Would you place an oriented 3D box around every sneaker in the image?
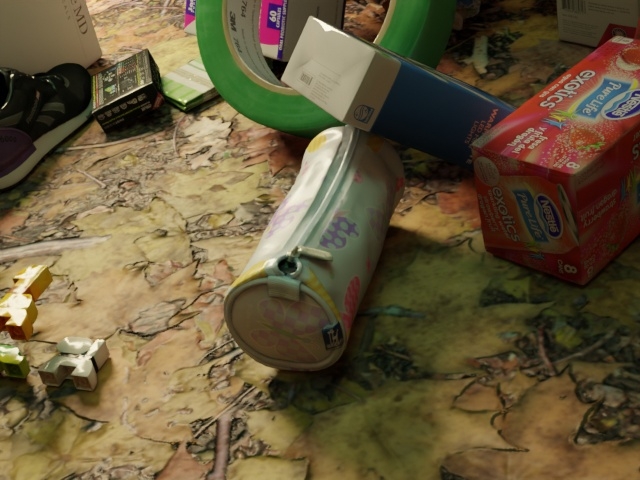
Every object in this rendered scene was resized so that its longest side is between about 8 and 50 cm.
[{"bbox_3d":[-0.387,-0.188,1.451,0.107,0.124,0.283,0,36,18],"label":"sneaker"}]

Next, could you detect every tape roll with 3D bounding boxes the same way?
[{"bbox_3d":[0.001,-0.283,1.314,0.321,0.321,0.077,9,-2,29],"label":"tape roll"}]

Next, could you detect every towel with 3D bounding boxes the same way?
[{"bbox_3d":[-0.153,-0.229,1.533,0.152,0.023,0.113,-32,36,-23],"label":"towel"}]

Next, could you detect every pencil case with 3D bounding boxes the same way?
[{"bbox_3d":[0.000,0.000,1.051,0.113,0.124,0.273,1,35,20],"label":"pencil case"}]

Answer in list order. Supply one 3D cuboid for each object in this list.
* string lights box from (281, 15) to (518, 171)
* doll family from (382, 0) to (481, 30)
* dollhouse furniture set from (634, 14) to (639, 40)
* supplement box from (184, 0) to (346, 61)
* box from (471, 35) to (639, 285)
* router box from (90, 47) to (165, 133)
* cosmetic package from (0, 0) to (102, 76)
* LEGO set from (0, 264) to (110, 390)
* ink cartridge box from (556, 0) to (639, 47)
[{"bbox_3d":[0.104,-0.138,1.130,0.260,0.076,0.133,15,16,-36],"label":"string lights box"},{"bbox_3d":[0.172,-0.382,1.571,0.263,0.118,0.163,16,61,35],"label":"doll family"},{"bbox_3d":[0.559,-0.316,1.271,0.374,0.152,0.201,-34,52,-30],"label":"dollhouse furniture set"},{"bbox_3d":[-0.080,-0.326,1.538,0.114,0.111,0.220,-11,24,-42],"label":"supplement box"},{"bbox_3d":[0.277,-0.086,1.079,0.123,0.128,0.257,22,47,41],"label":"box"},{"bbox_3d":[-0.264,-0.205,1.498,0.092,0.038,0.122,-25,34,4],"label":"router box"},{"bbox_3d":[-0.520,-0.253,1.502,0.161,0.230,0.453,9,40,28],"label":"cosmetic package"},{"bbox_3d":[-0.308,0.074,1.078,0.227,0.087,0.093,4,38,22],"label":"LEGO set"},{"bbox_3d":[0.381,-0.345,1.380,0.127,0.176,0.128,-35,40,-29],"label":"ink cartridge box"}]
